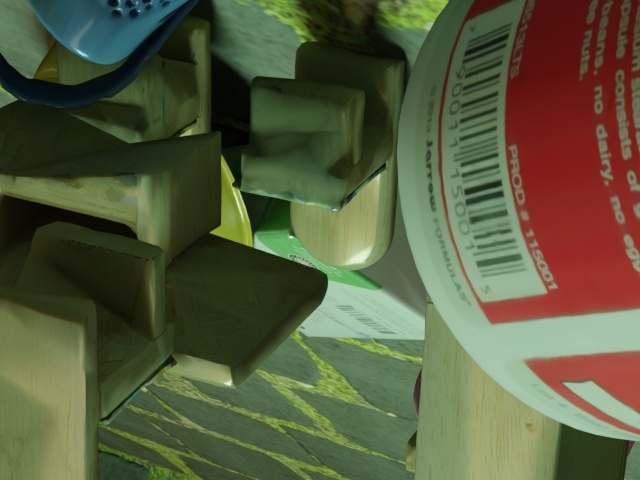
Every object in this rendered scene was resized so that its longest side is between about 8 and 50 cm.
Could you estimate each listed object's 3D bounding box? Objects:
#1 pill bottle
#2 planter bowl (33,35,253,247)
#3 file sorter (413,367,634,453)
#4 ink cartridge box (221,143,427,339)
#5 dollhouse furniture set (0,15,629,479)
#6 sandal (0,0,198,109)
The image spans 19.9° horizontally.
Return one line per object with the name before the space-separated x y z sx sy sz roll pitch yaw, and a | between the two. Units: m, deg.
pill bottle | 0.208 -0.046 0.612 0.229 0.229 0.407 29 164 -18
planter bowl | -0.152 -0.035 1.260 0.217 0.090 0.217 38 151 25
file sorter | 0.223 0.119 1.198 0.202 0.182 0.290 17 164 41
ink cartridge box | 0.000 0.000 1.325 0.154 0.093 0.212 32 161 -25
dollhouse furniture set | -0.041 0.074 0.977 0.394 0.362 0.256 13 118 21
sandal | -0.088 -0.144 0.895 0.126 0.138 0.317 30 162 -15
